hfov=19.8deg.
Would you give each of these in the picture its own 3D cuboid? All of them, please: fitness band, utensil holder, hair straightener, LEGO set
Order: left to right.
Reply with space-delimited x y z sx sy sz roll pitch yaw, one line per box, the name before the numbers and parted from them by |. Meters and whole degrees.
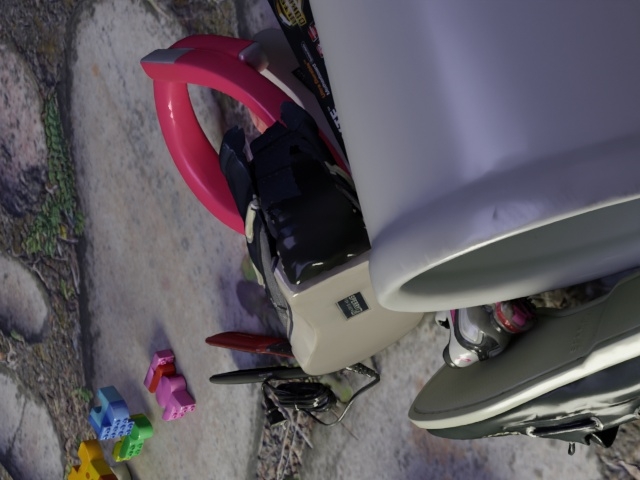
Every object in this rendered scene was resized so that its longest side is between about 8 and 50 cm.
LEGO set | -0.206 0.238 1.969 0.093 0.087 0.227 49 131 34
fitness band | -0.070 -0.091 1.705 0.291 0.054 0.209 16 138 57
hair straightener | -0.027 0.139 1.779 0.230 0.047 0.089 2 98 46
utensil holder | 0.152 -0.178 1.295 0.327 0.327 0.385 -26 73 49

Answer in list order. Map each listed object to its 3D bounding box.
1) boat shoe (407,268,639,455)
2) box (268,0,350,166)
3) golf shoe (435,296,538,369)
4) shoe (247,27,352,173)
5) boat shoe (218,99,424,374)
boat shoe | 0.210 0.111 1.434 0.113 0.127 0.340 47 134 -15
box | 0.069 -0.140 1.505 0.051 0.175 0.220 -45 63 42
golf shoe | 0.119 0.028 1.498 0.086 0.067 0.186 -40 26 21
shoe | -0.007 -0.112 1.698 0.178 0.063 0.081 48 153 19
boat shoe | 0.000 0.000 1.555 0.340 0.127 0.158 81 164 -71
